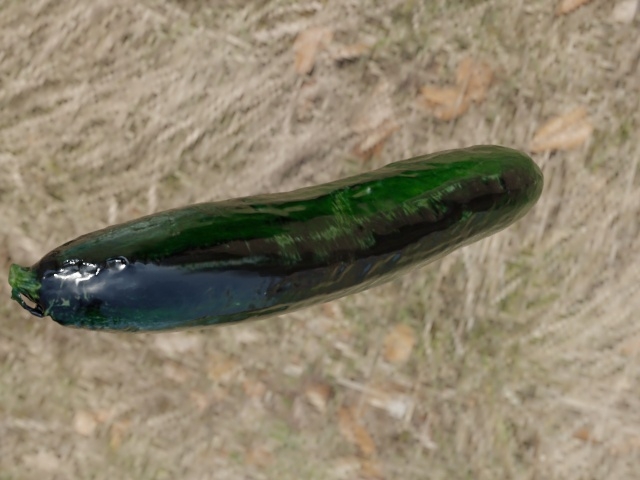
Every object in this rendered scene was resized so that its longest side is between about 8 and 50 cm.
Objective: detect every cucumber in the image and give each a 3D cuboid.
[{"bbox_3d":[0.000,0.000,0.411,0.033,0.184,0.036,12,109,43],"label":"cucumber"}]
